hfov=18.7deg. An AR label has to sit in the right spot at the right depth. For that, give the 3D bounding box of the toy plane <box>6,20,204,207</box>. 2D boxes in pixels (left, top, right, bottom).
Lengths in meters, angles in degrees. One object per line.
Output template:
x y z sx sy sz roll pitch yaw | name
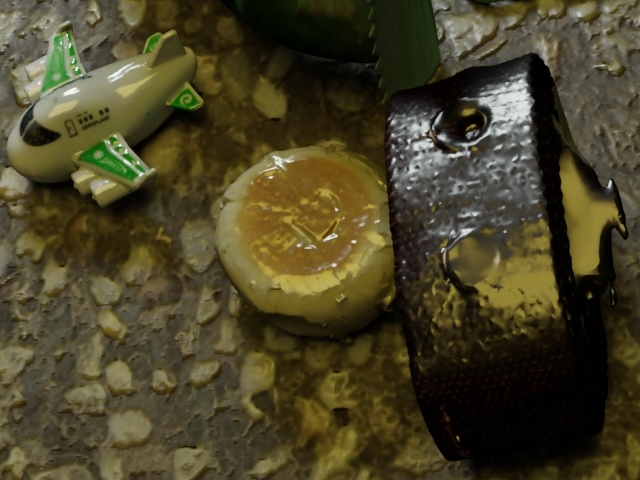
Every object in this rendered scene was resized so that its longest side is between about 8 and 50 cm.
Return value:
-0.177 -0.107 1.569 0.174 0.080 0.174 -6 64 12 | toy plane

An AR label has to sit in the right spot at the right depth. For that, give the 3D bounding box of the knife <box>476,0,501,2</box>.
0.257 -0.233 1.570 0.293 0.020 0.043 -12 64 7 | knife

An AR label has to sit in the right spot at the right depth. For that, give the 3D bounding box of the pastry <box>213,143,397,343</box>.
0.000 0.000 1.472 0.166 0.088 0.166 -4 65 8 | pastry

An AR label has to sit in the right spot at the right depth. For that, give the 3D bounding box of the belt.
0.139 0.007 1.381 0.164 0.184 0.289 -12 62 16 | belt

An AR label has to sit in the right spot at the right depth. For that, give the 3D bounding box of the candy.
-0.073 -0.275 1.528 0.398 0.263 0.172 28 66 23 | candy
